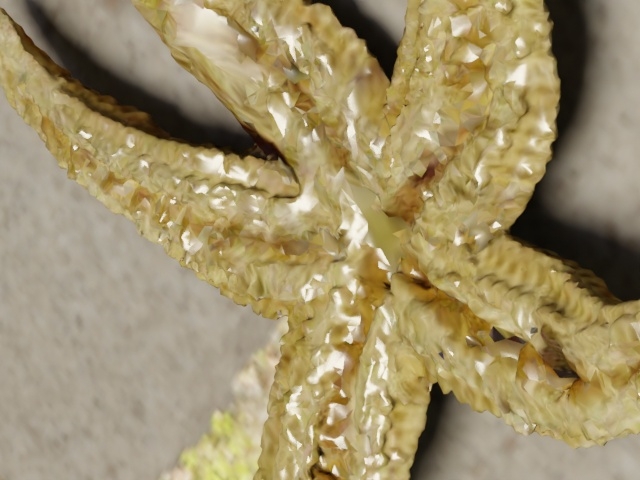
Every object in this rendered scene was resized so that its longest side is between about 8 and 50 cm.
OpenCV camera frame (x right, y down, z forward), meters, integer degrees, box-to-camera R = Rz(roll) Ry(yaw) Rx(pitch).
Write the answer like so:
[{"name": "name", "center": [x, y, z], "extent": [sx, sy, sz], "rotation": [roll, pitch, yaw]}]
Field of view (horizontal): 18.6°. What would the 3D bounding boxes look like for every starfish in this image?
[{"name": "starfish", "center": [0.007, 0.002, 0.652], "extent": [0.375, 0.094, 0.327], "rotation": [14, 102, 41]}]
